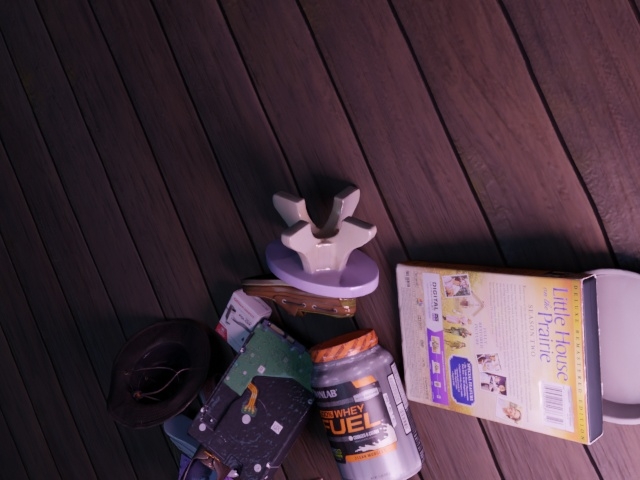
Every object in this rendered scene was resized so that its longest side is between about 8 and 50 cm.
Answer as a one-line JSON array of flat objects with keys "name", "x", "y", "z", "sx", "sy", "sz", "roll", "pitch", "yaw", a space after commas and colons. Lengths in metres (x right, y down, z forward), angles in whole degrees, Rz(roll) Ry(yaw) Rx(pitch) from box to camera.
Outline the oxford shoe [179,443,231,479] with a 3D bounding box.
[{"name": "oxford shoe", "x": -0.240, "y": 0.522, "z": 1.892, "sx": 0.130, "sy": 0.133, "sz": 0.363, "roll": 31, "pitch": 96, "yaw": 4}]

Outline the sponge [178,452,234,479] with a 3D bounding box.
[{"name": "sponge", "x": -0.312, "y": 0.691, "z": 2.095, "sx": 0.210, "sy": 0.031, "sz": 0.117, "roll": 23, "pitch": 113, "yaw": 29}]

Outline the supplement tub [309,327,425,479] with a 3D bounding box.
[{"name": "supplement tub", "x": 0.094, "y": 0.365, "z": 1.634, "sx": 0.194, "sy": 0.194, "sz": 0.315, "roll": -19, "pitch": 89, "yaw": 36}]

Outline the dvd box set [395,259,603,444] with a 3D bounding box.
[{"name": "dvd box set", "x": 0.336, "y": 0.201, "z": 1.460, "sx": 0.421, "sy": 0.062, "sz": 0.307, "roll": 2, "pitch": 102, "yaw": 46}]

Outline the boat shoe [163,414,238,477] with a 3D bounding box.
[{"name": "boat shoe", "x": -0.315, "y": 0.564, "z": 2.044, "sx": 0.258, "sy": 0.095, "sz": 0.084, "roll": 33, "pitch": 149, "yaw": 18}]

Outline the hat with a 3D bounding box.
[{"name": "hat", "x": -0.405, "y": 0.374, "z": 1.989, "sx": 0.332, "sy": 0.331, "sz": 0.134, "roll": 8, "pitch": 146, "yaw": 33}]

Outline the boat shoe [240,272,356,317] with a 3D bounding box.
[{"name": "boat shoe", "x": -0.058, "y": 0.131, "z": 1.737, "sx": 0.307, "sy": 0.111, "sz": 0.104, "roll": 0, "pitch": 99, "yaw": 35}]

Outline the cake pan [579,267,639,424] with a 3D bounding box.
[{"name": "cake pan", "x": 0.543, "y": 0.189, "z": 1.365, "sx": 0.293, "sy": 0.054, "sz": 0.293, "roll": 9, "pitch": 105, "yaw": 33}]

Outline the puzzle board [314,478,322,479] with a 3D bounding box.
[{"name": "puzzle board", "x": -0.047, "y": 0.654, "z": 1.869, "sx": 0.011, "sy": 0.096, "sz": 0.128, "roll": 36, "pitch": 135, "yaw": -29}]

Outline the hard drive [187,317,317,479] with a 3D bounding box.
[{"name": "hard drive", "x": -0.138, "y": 0.387, "z": 1.792, "sx": 0.237, "sy": 0.064, "sz": 0.338, "roll": 32, "pitch": 89, "yaw": 25}]

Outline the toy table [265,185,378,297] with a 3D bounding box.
[{"name": "toy table", "x": 0.000, "y": 0.000, "z": 1.601, "sx": 0.274, "sy": 0.252, "sz": 0.160, "roll": 14, "pitch": 125, "yaw": 21}]

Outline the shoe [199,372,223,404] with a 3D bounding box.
[{"name": "shoe", "x": -0.261, "y": 0.441, "z": 1.980, "sx": 0.081, "sy": 0.064, "sz": 0.177, "roll": -36, "pitch": 75, "yaw": 41}]

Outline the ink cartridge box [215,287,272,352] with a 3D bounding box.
[{"name": "ink cartridge box", "x": -0.195, "y": 0.201, "z": 1.882, "sx": 0.099, "sy": 0.056, "sz": 0.135, "roll": 40, "pitch": 121, "yaw": 22}]
